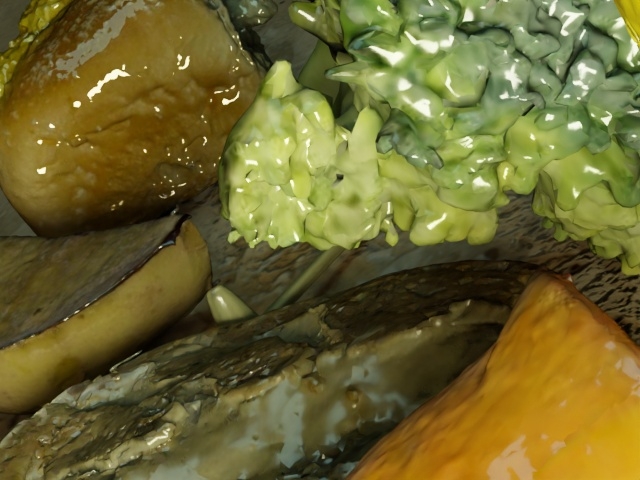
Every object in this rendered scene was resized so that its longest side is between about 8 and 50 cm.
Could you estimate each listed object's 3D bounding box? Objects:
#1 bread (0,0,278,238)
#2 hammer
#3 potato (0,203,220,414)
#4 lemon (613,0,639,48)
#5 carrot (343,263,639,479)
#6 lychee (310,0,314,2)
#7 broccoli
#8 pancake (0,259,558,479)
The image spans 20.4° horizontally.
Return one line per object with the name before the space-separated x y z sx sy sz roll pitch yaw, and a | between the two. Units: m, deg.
bread | -0.144 -0.125 1.364 0.246 0.176 0.195 -32 26 3
hammer | 0.000 0.000 1.110 0.028 0.060 0.195 -5 33 48
potato | -0.181 0.062 1.162 0.243 0.098 0.138 -5 40 37
lemon | 0.271 -0.168 0.626 0.350 0.350 0.387 -8 13 44
carrot | 0.037 0.159 0.605 0.254 0.196 0.196 -37 24 -1
lychee | 0.126 -0.341 1.131 0.500 0.424 0.424 -31 22 36
broccoli | 0.087 -0.111 0.888 0.281 0.348 0.293 -32 54 42
pancake | -0.036 0.130 0.870 0.387 0.082 0.387 -20 27 11
